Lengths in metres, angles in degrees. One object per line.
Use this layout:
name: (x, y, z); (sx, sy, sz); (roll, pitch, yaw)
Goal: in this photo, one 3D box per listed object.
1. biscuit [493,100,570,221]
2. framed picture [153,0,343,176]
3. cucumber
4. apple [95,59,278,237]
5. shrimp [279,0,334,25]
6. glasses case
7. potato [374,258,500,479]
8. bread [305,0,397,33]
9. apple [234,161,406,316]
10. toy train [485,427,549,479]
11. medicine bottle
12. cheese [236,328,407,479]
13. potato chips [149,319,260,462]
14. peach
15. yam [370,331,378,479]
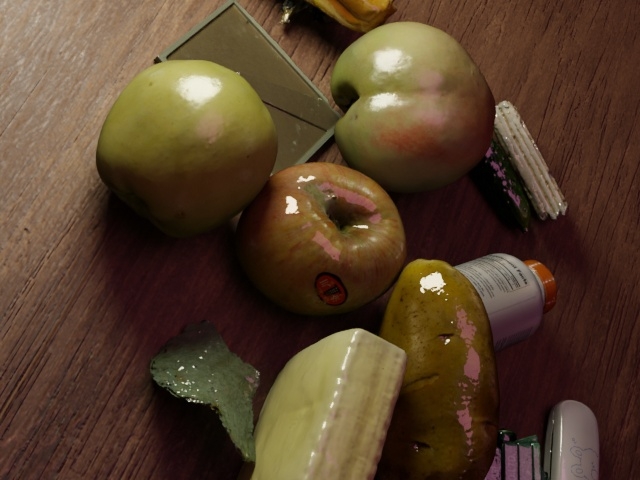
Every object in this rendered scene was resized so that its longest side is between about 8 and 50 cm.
biscuit: (0.381, -0.142, 2.106); (0.239, 0.061, 0.108); (63, 12, 6)
framed picture: (-0.110, -0.248, 1.905); (0.289, 0.020, 0.211); (47, 54, -5)
cucumber: (0.319, -0.113, 2.081); (0.069, 0.069, 0.227); (-29, 88, -37)
apple: (-0.193, -0.133, 1.661); (0.262, 0.262, 0.262); (13, 63, -27)
shrimp: (-0.001, -0.433, 2.040); (0.126, 0.047, 0.223); (49, 51, -17)
glasses case: (0.423, 0.383, 1.931); (0.092, 0.059, 0.234); (23, 58, -20)
potato: (0.165, 0.209, 1.682); (0.176, 0.195, 0.369); (7, 81, -19)
bread: (-0.025, -0.504, 1.967); (0.380, 0.109, 0.185); (32, 52, 2)
apple: (0.000, 0.000, 1.756); (0.260, 0.194, 0.261); (13, 61, -24)
toy train: (0.250, 0.449, 1.760); (0.178, 0.138, 0.330); (11, 66, -17)
medicine bottle: (0.260, 0.112, 1.889); (0.288, 0.157, 0.157); (-16, 78, -36)
cheese: (-0.008, 0.277, 1.599); (0.123, 0.242, 0.266); (33, 56, -19)
potato chips: (-0.148, 0.210, 1.610); (0.228, 0.059, 0.167); (41, 28, 19)
peach: (0.157, -0.218, 1.912); (0.292, 0.247, 0.292); (7, 59, -11)
yam: (0.088, 0.303, 1.773); (0.045, 0.045, 0.327); (-1, 68, 4)
